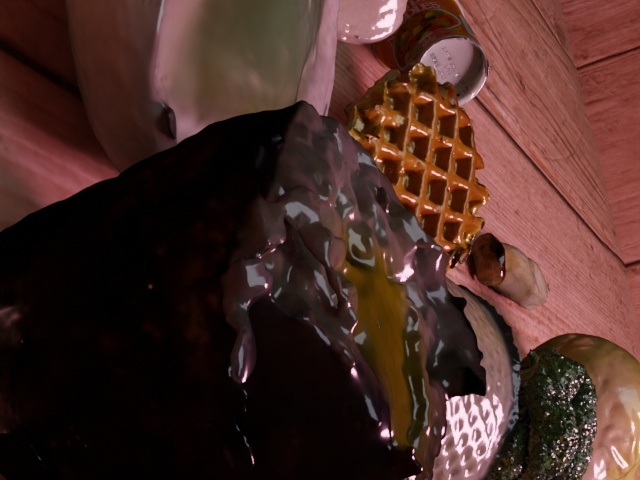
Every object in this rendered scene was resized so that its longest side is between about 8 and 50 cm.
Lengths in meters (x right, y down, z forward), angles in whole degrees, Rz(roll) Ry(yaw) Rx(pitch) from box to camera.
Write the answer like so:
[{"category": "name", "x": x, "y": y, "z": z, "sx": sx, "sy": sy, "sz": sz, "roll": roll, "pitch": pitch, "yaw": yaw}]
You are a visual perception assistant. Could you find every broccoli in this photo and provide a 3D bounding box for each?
[{"category": "broccoli", "x": 0.237, "y": 0.239, "z": 1.339, "sx": 0.270, "sy": 0.270, "sz": 0.270, "roll": 36, "pitch": 29, "yaw": 2}]

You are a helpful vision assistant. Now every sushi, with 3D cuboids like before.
[{"category": "sushi", "x": -0.071, "y": 0.072, "z": 0.702, "sx": 0.299, "sy": 0.294, "sz": 0.281, "roll": 53, "pitch": 30, "yaw": -33}]

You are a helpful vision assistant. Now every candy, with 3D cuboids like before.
[{"category": "candy", "x": -0.093, "y": -0.204, "z": 0.954, "sx": 0.427, "sy": 0.186, "sz": 0.386, "roll": 34, "pitch": 64, "yaw": -66}]

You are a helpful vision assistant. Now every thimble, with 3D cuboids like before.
[{"category": "thimble", "x": 0.034, "y": 0.126, "z": 0.915, "sx": 0.150, "sy": 0.270, "sz": 0.271, "roll": 37, "pitch": 42, "yaw": -47}]

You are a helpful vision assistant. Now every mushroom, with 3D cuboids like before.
[{"category": "mushroom", "x": 0.359, "y": 0.061, "z": 1.845, "sx": 0.312, "sy": 0.081, "sz": 0.100, "roll": 26, "pitch": 57, "yaw": -59}]

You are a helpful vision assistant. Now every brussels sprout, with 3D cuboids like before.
[{"category": "brussels sprout", "x": 0.441, "y": 0.297, "z": 1.690, "sx": 0.316, "sy": 0.242, "sz": 0.274, "roll": -43, "pitch": 136, "yaw": -58}]

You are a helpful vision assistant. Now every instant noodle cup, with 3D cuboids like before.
[{"category": "instant noodle cup", "x": 0.177, "y": -0.292, "z": 1.548, "sx": 0.168, "sy": 0.168, "sz": 0.185, "roll": 55, "pitch": 8, "yaw": -32}]

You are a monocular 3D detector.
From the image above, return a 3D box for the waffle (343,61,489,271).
[{"category": "waffle", "x": 0.137, "y": -0.087, "z": 1.405, "sx": 0.325, "sy": 0.068, "sz": 0.302, "roll": -39, "pitch": 113, "yaw": -37}]

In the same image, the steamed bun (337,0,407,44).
[{"category": "steamed bun", "x": 0.015, "y": -0.443, "z": 1.192, "sx": 0.236, "sy": 0.247, "sz": 0.384, "roll": 14, "pitch": 98, "yaw": -34}]
